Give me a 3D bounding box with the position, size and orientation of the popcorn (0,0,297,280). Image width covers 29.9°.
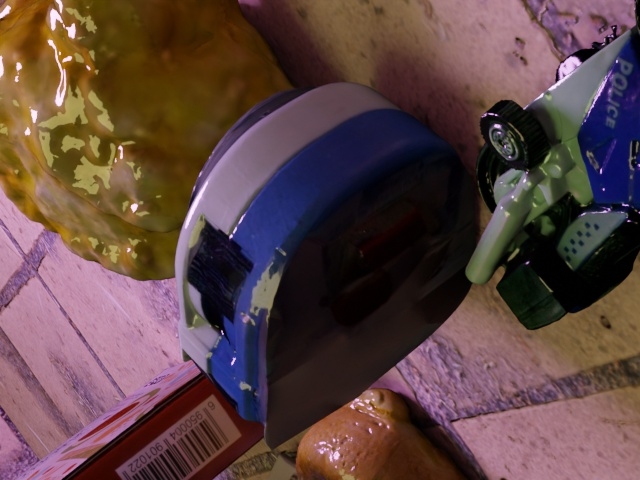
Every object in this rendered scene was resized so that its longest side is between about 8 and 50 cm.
[{"bbox_3d":[-0.192,-0.123,1.150,0.334,0.292,0.293,-31,57,33],"label":"popcorn"}]

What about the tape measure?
[{"bbox_3d":[-0.001,0.001,1.021,0.138,0.259,0.262,34,146,34],"label":"tape measure"}]

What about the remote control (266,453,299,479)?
[{"bbox_3d":[0.024,0.390,1.584,0.277,0.103,0.055,27,180,42],"label":"remote control"}]

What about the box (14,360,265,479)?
[{"bbox_3d":[-0.257,0.302,1.672,0.122,0.344,0.385,56,153,-4],"label":"box"}]

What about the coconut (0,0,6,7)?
[{"bbox_3d":[-0.344,-0.200,1.378,0.237,0.237,0.197,14,134,52],"label":"coconut"}]

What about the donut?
[{"bbox_3d":[0.083,0.302,1.374,0.261,0.128,0.208,50,153,12],"label":"donut"}]

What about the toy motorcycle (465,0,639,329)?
[{"bbox_3d":[0.217,-0.050,0.781,0.196,0.125,0.331,51,149,8],"label":"toy motorcycle"}]
